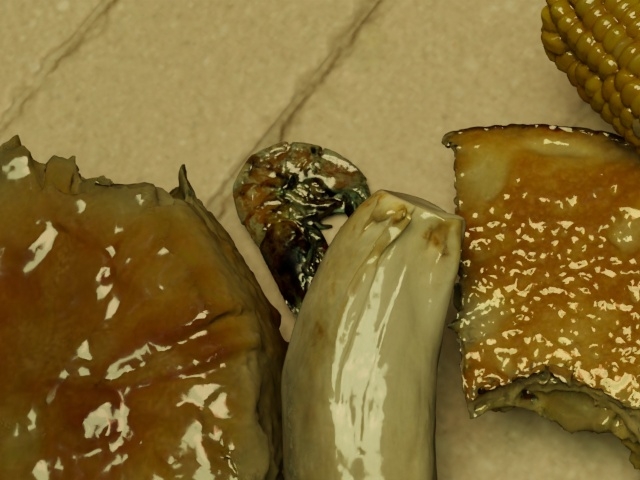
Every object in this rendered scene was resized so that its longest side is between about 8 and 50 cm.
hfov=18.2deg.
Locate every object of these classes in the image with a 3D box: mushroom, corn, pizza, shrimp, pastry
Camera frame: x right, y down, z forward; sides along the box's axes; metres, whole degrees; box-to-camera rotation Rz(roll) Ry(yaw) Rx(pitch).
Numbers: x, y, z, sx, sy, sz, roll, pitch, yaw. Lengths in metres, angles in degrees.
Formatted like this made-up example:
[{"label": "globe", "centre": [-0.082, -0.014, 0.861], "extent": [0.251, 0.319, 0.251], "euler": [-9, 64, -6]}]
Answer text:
[{"label": "mushroom", "centre": [0.037, 0.144, 1.222], "extent": [0.123, 0.095, 0.351], "euler": [-2, 87, 35]}, {"label": "corn", "centre": [0.248, -0.067, 1.215], "extent": [0.102, 0.102, 0.313], "euler": [-40, 61, -4]}, {"label": "pizza", "centre": [0.200, 0.048, 1.262], "extent": [0.323, 0.089, 0.223], "euler": [21, 69, 19]}, {"label": "shrimp", "centre": [0.000, 0.000, 1.347], "extent": [0.091, 0.034, 0.161], "euler": [-24, 67, 2]}, {"label": "pastry", "centre": [-0.166, 0.109, 1.287], "extent": [0.330, 0.136, 0.329], "euler": [-5, 72, 16]}]
